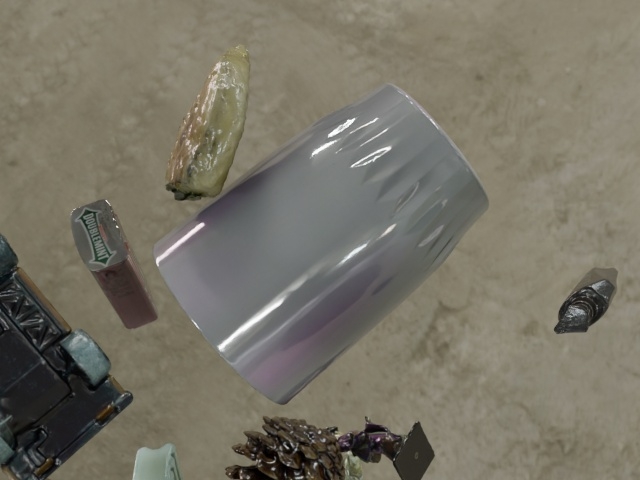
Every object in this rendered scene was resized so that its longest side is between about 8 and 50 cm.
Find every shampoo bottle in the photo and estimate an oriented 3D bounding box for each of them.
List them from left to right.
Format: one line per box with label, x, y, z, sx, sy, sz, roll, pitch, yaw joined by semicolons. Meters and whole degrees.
shampoo bottle;0.202;0.044;0.589;0.027;0.137;0.048;47;114;13

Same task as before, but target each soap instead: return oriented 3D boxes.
soap;-0.255;0.450;1.298;0.067;0.198;0.119;-8;28;-1

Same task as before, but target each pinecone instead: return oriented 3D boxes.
pinecone;-0.056;0.369;1.182;0.184;0.179;0.204;21;85;-10

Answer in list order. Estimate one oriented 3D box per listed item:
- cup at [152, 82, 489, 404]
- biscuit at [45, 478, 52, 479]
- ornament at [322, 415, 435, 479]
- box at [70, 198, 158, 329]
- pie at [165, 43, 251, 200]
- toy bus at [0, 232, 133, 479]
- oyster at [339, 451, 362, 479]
cup;0.000;0.000;0.958;0.371;0.253;0.253;-40;56;3
biscuit;-0.378;0.517;1.292;0.081;0.334;0.289;-45;47;-17
ornament;0.078;0.316;1.243;0.203;0.088;0.081;6;40;48
box;-0.316;0.044;1.227;0.069;0.224;0.120;-22;65;-10
pie;-0.126;-0.132;0.882;0.052;0.218;0.185;16;88;-17
toy bus;-0.374;0.092;0.843;0.162;0.323;0.194;-42;16;-23
oyster;-0.020;0.502;1.351;0.268;0.112;0.198;-43;34;19
